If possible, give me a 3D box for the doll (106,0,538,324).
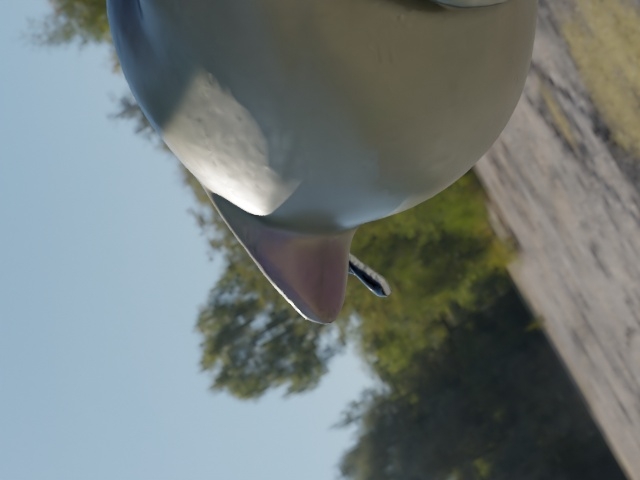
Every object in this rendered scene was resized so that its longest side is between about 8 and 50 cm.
[{"bbox_3d":[0.025,-0.170,0.500,0.226,0.370,0.215,23,-141,-13],"label":"doll"}]

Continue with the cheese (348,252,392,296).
[{"bbox_3d":[-0.001,0.000,1.121,0.162,0.036,0.086,37,164,30],"label":"cheese"}]
